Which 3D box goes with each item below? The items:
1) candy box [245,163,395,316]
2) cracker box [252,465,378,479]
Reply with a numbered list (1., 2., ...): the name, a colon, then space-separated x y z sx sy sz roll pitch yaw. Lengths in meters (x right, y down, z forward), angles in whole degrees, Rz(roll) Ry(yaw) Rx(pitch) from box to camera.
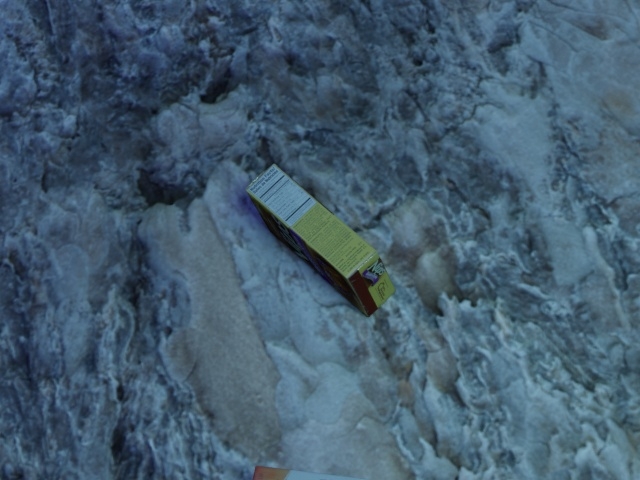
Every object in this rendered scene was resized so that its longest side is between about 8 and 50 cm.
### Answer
1. candy box: 0.000 0.000 1.764 0.053 0.109 0.187 -43 59 -9
2. cracker box: 0.028 0.338 1.599 0.232 0.067 0.155 4 64 18
